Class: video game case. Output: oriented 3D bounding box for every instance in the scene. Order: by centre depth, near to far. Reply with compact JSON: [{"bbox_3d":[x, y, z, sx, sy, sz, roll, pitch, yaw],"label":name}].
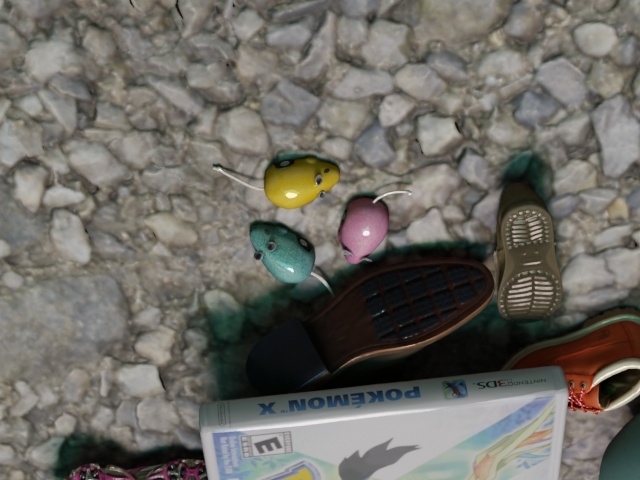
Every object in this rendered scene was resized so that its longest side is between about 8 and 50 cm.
[{"bbox_3d":[0.058,0.240,1.308,0.300,0.036,0.329,-6,135,-2],"label":"video game case"}]

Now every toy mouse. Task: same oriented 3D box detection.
[{"bbox_3d":[0.000,0.000,1.227,0.161,0.031,0.143,-5,121,4],"label":"toy mouse"}]

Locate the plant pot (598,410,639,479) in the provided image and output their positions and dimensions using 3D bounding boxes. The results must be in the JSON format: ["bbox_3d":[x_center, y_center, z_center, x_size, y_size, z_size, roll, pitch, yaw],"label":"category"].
[{"bbox_3d":[0.371,0.229,1.223,0.235,0.293,0.293,-17,121,30],"label":"plant pot"}]

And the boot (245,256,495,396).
[{"bbox_3d":[0.049,0.085,1.265,0.219,0.082,0.106,-23,152,4],"label":"boot"}]

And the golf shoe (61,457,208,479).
[{"bbox_3d":[-0.151,0.239,1.366,0.186,0.067,0.086,5,158,-11],"label":"golf shoe"}]

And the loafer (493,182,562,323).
[{"bbox_3d":[0.171,0.011,1.222,0.056,0.050,0.148,-1,137,3],"label":"loafer"}]

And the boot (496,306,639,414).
[{"bbox_3d":[0.212,0.122,1.267,0.158,0.084,0.059,-31,117,20],"label":"boot"}]
